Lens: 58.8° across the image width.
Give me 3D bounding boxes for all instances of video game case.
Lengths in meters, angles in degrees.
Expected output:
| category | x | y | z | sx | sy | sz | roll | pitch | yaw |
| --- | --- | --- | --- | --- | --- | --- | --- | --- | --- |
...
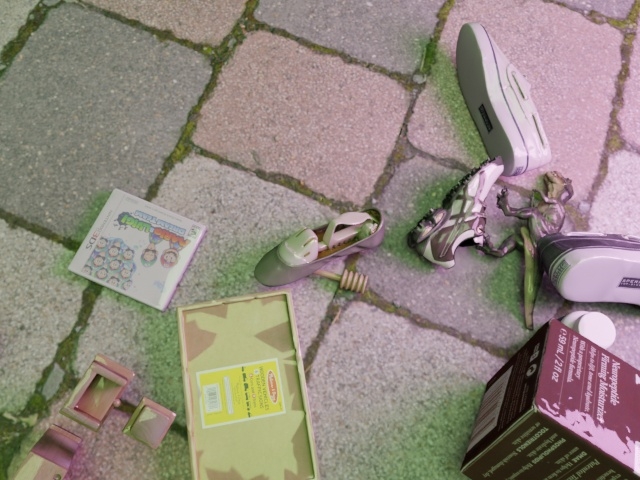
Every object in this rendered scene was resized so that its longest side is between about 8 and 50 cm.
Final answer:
| category | x | y | z | sx | sy | sz | roll | pitch | yaw |
| --- | --- | --- | --- | --- | --- | --- | --- | --- | --- |
| video game case | -0.272 | 0.012 | 0.850 | 0.157 | 0.019 | 0.143 | 23 | 72 | 4 |

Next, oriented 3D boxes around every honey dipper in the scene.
| category | x | y | z | sx | sy | sz | roll | pitch | yaw |
| --- | --- | --- | --- | --- | --- | --- | --- | --- | --- |
| honey dipper | -0.009 | 0.044 | 0.850 | 0.160 | 0.030 | 0.031 | 16 | 71 | 6 |

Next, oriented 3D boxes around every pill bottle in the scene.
| category | x | y | z | sx | sy | sz | roll | pitch | yaw |
| --- | --- | --- | --- | --- | --- | --- | --- | --- | --- |
| pill bottle | 0.355 | 0.135 | 0.788 | 0.067 | 0.120 | 0.067 | 1 | 71 | -2 |

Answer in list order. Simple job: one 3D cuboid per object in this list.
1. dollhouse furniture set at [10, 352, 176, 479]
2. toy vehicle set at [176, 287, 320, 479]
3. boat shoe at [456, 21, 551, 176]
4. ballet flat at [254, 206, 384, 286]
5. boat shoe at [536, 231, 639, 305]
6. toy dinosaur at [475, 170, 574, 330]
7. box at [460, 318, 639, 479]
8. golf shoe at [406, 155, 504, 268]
| category | x | y | z | sx | sy | sz | roll | pitch | yaw |
| --- | --- | --- | --- | --- | --- | --- | --- | --- | --- |
| dollhouse furniture set | -0.208 | 0.359 | 0.706 | 0.355 | 0.174 | 0.303 | 33 | 73 | -12 |
| toy vehicle set | -0.102 | 0.209 | 0.784 | 0.165 | 0.035 | 0.267 | -8 | 72 | -6 |
| boat shoe | 0.301 | -0.237 | 0.927 | 0.088 | 0.096 | 0.268 | -14 | 74 | -12 |
| ballet flat | 0.000 | 0.000 | 0.826 | 0.213 | 0.068 | 0.072 | -21 | 53 | -20 |
| boat shoe | 0.458 | 0.039 | 0.838 | 0.301 | 0.108 | 0.102 | 4 | 35 | -14 |
| toy dinosaur | 0.313 | -0.010 | 0.870 | 0.118 | 0.064 | 0.268 | 22 | 75 | -3 |
| box | 0.314 | 0.243 | 0.697 | 0.203 | 0.167 | 0.168 | 32 | 40 | 7 |
| golf shoe | 0.225 | -0.041 | 0.871 | 0.094 | 0.077 | 0.198 | 44 | 85 | 6 |
